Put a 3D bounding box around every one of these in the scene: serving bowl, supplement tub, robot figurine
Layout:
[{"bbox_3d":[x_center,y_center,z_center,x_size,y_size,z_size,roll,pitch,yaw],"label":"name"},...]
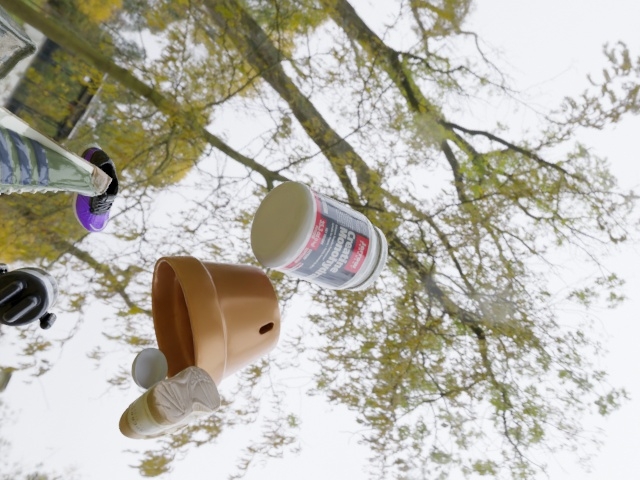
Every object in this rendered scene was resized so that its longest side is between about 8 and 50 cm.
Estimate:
[{"bbox_3d":[-0.346,0.257,0.909,0.027,0.083,0.083,-14,-126,26],"label":"serving bowl"},{"bbox_3d":[0.000,0.000,1.011,0.191,0.272,0.191,-24,-124,40],"label":"supplement tub"},{"bbox_3d":[-0.926,0.173,1.417,0.278,0.174,0.209,-174,-95,-69],"label":"robot figurine"}]

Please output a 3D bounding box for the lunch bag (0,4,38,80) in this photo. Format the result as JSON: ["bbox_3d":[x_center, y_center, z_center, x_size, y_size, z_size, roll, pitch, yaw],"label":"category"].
[{"bbox_3d":[-0.519,-0.306,0.494,0.235,0.287,0.169,39,-92,24],"label":"lunch bag"}]

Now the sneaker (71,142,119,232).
[{"bbox_3d":[-0.693,-0.141,1.422,0.146,0.102,0.293,27,-60,30],"label":"sneaker"}]

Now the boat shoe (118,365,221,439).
[{"bbox_3d":[-0.169,0.186,0.521,0.059,0.170,0.063,-30,-106,2],"label":"boat shoe"}]

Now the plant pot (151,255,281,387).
[{"bbox_3d":[-0.219,0.163,0.969,0.291,0.204,0.290,18,-68,54],"label":"plant pot"}]

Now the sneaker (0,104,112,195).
[{"bbox_3d":[-0.294,-0.072,0.418,0.064,0.192,0.086,21,-102,31],"label":"sneaker"}]
